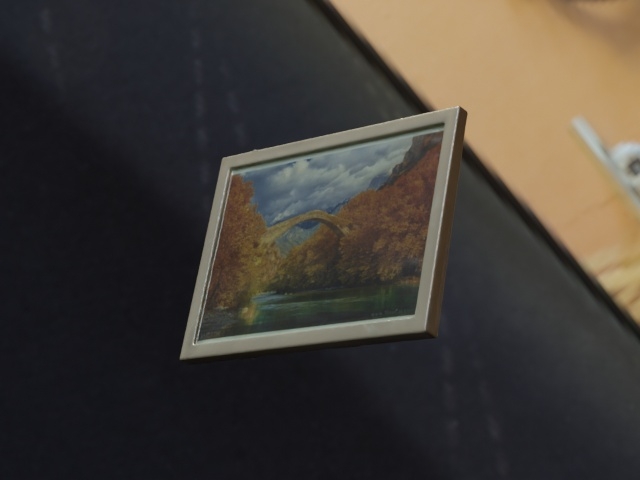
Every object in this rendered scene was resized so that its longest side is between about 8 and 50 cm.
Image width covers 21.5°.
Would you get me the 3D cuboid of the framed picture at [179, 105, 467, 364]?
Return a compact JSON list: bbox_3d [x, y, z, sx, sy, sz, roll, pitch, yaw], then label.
[{"bbox_3d":[0.000,0.000,1.290,0.016,0.250,0.184,31,61,-42],"label":"framed picture"}]
